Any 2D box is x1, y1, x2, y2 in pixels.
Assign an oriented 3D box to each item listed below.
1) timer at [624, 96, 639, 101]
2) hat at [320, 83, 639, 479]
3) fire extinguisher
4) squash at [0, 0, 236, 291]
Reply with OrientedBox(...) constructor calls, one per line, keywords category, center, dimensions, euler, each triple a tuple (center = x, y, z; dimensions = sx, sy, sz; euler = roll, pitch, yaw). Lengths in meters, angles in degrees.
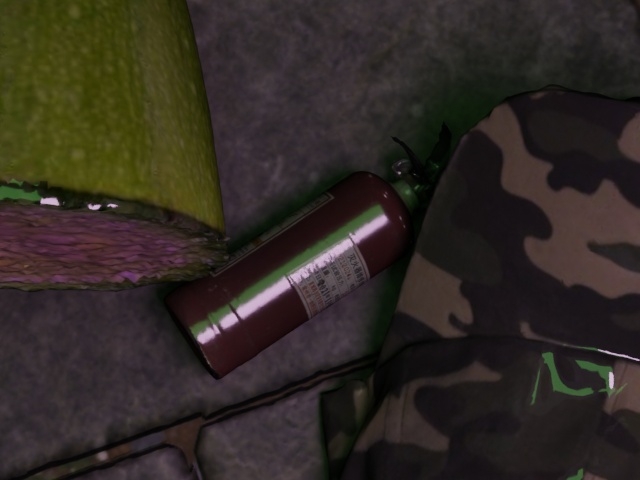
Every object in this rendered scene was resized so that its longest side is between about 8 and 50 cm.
OrientedBox(category="timer", center=(0.223, 0.007, 1.416), dimensions=(0.144, 0.055, 0.187), euler=(-32, 79, -8))
OrientedBox(category="hat", center=(0.177, 0.114, 1.281), dimensions=(0.366, 0.381, 0.257), euler=(11, 46, 4))
OrientedBox(category="fire extinguisher", center=(0.000, 0.000, 1.385), dimensions=(0.231, 0.099, 0.071), euler=(-34, 55, -5))
OrientedBox(category="squash", center=(-0.199, -0.139, 1.302), dimensions=(0.310, 0.310, 0.308), euler=(3, 79, -1))
